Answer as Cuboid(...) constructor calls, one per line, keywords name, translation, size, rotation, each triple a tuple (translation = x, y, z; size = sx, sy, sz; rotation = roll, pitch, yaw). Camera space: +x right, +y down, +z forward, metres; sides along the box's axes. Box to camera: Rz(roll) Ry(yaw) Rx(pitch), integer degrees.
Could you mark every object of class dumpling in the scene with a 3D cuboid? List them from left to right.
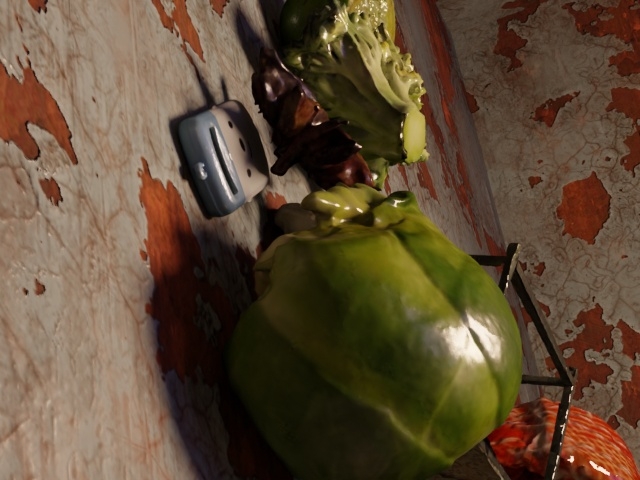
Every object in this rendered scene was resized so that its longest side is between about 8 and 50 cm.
Cuboid(name="dumpling", translation=(0.000, 0.000, 1.407), size=(0.136, 0.118, 0.199), rotation=(52, -12, -27))

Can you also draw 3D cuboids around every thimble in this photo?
Cuboid(name="thimble", translation=(0.383, 0.452, 1.806), size=(0.230, 0.350, 0.350), rotation=(-56, 126, -69))

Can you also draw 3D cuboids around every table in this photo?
Cuboid(name="table", translation=(0.183, 0.204, 1.451), size=(0.335, 0.222, 0.272), rotation=(56, 45, -45))

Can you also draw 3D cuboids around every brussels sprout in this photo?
Cuboid(name="brussels sprout", translation=(0.053, 0.112, 1.157), size=(0.315, 0.276, 0.371), rotation=(38, 22, -6))

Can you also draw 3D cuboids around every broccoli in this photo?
Cuboid(name="broccoli", translation=(0.074, -0.197, 1.567), size=(0.288, 0.246, 0.248), rotation=(33, 85, -51))

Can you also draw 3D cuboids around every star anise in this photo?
Cuboid(name="star anise", translation=(-0.023, -0.111, 1.348), size=(0.272, 0.102, 0.272), rotation=(49, -10, 12))

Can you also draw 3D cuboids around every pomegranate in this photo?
Cuboid(name="pomegranate", translation=(0.019, -0.321, 1.746), size=(0.190, 0.159, 0.240), rotation=(-32, 125, -52))

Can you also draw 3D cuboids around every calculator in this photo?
Cuboid(name="calculator", translation=(-0.111, -0.099, 1.266), size=(0.210, 0.039, 0.121), rotation=(-48, 118, -71))
